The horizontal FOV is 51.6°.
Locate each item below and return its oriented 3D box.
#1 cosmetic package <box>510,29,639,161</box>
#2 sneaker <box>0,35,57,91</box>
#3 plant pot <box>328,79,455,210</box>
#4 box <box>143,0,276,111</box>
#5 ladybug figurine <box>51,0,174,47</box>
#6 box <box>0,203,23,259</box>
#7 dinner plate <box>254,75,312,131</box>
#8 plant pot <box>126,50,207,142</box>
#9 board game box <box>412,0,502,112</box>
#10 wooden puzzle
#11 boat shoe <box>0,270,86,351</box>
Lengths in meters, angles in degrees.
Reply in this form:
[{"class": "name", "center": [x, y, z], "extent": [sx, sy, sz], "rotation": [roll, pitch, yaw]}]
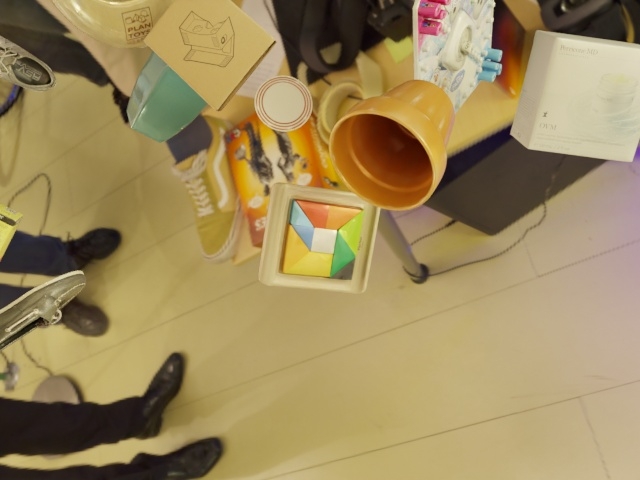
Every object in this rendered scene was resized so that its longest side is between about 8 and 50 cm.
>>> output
[{"class": "cosmetic package", "center": [0.539, -0.296, 1.354], "extent": [0.223, 0.138, 0.225], "rotation": [6, 111, -3]}, {"class": "sneaker", "center": [-0.723, -0.420, 1.488], "extent": [0.115, 0.281, 0.105], "rotation": [21, 93, 45]}, {"class": "plant pot", "center": [0.148, -0.190, 1.193], "extent": [0.205, 0.205, 0.188], "rotation": [6, 42, 35]}, {"class": "box", "center": [-0.201, -0.359, 1.194], "extent": [0.201, 0.021, 0.164], "rotation": [44, 102, 11]}, {"class": "ladybug figurine", "center": [-0.396, -0.573, 1.210], "extent": [0.162, 0.305, 0.450], "rotation": [47, 151, 44]}, {"class": "box", "center": [-0.646, 0.039, 1.228], "extent": [0.232, 0.087, 0.058], "rotation": [-62, 13, 6]}, {"class": "dinner plate", "center": [-0.090, -0.334, 1.612], "extent": [0.141, 0.141, 0.017], "rotation": [-41, 22, 22]}, {"class": "plant pot", "center": [-0.448, -0.414, 1.913], "extent": [0.234, 0.165, 0.165], "rotation": [-47, 43, 18]}, {"class": "board game box", "center": [0.322, -0.442, 1.479], "extent": [0.050, 0.390, 0.390], "rotation": [22, 55, 27]}, {"class": "wooden puzzle", "center": [0.000, 0.000, 1.408], "extent": [0.044, 0.238, 0.221], "rotation": [-136, 55, -74]}, {"class": "boat shoe", "center": [-0.620, 0.179, 1.356], "extent": [0.096, 0.335, 0.112], "rotation": [54, 147, 7]}]
